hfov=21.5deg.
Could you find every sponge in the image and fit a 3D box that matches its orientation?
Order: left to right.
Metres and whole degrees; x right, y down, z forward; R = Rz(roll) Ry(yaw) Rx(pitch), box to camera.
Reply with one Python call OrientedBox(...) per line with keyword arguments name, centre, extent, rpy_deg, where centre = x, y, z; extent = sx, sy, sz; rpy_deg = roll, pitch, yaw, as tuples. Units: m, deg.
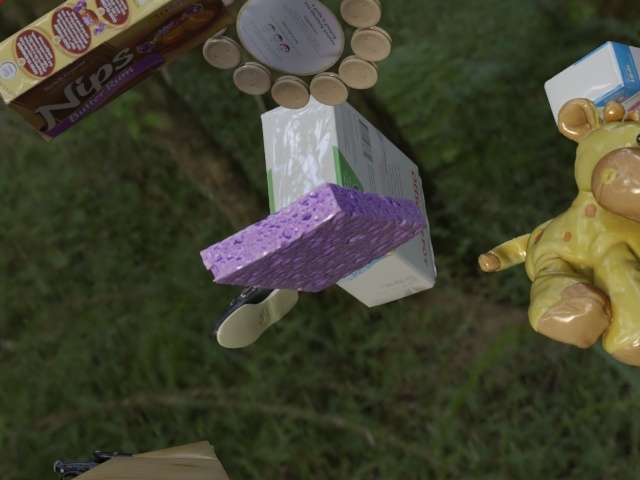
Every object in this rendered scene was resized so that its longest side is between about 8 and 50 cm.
OrientedBox(name="sponge", centre=(0.000, 0.000, 1.354), extent=(0.117, 0.210, 0.031), rpy_deg=(-30, 76, 18))

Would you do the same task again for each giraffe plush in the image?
OrientedBox(name="giraffe plush", centre=(0.246, -0.016, 1.357), extent=(0.181, 0.170, 0.210), rpy_deg=(8, 22, -31))

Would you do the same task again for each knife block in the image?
OrientedBox(name="knife block", centre=(-0.219, 0.293, 1.802), extent=(0.242, 0.088, 0.276), rpy_deg=(-12, 9, -10))

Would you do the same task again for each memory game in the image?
OrientedBox(name="memory game", centre=(-0.027, -0.188, 1.503), extent=(0.186, 0.186, 0.012), rpy_deg=(-6, 44, 24))

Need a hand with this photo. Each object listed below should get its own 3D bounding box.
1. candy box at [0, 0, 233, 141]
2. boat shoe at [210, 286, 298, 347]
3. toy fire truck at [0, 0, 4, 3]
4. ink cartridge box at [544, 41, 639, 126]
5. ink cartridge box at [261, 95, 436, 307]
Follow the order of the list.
OrientedBox(name="candy box", centre=(-0.169, -0.161, 1.351), extent=(0.187, 0.109, 0.053), rpy_deg=(-34, 75, -1))
OrientedBox(name="boat shoe", centre=(-0.080, 0.080, 1.887), extent=(0.042, 0.049, 0.133), rpy_deg=(15, 33, 33))
OrientedBox(name="toy fire truck", centre=(-0.156, -0.151, 0.735), extent=(0.192, 0.135, 0.047), rpy_deg=(-23, 74, 23))
OrientedBox(name="ink cartridge box", centre=(0.295, -0.144, 1.646), extent=(0.088, 0.122, 0.052), rpy_deg=(-33, 64, 41))
OrientedBox(name="ink cartridge box", centre=(0.032, -0.041, 1.791), extent=(0.093, 0.212, 0.154), rpy_deg=(-20, 60, 25))
